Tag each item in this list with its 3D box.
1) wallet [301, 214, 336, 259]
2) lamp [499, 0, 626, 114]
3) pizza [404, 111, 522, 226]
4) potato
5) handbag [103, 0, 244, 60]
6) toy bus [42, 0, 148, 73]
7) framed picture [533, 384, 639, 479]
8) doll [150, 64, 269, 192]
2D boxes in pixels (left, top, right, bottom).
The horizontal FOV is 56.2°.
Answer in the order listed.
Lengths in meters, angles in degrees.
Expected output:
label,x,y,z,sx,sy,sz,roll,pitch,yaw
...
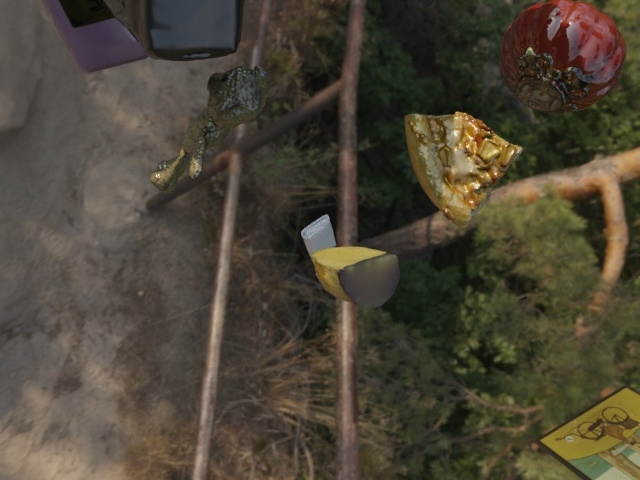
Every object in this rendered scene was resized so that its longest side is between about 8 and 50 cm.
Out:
label,x,y,z,sx,sy,sz,roll,pitch,yaw
wallet,0.000,0.000,1.117,0.025,0.061,0.122,44,-12,24
lamp,0.451,-0.348,1.125,0.227,0.227,0.226,39,37,-38
pizza,0.217,-0.116,0.880,0.062,0.162,0.181,-7,84,-85
potato,0.039,0.046,0.800,0.096,0.103,0.066,-11,105,-26
handbag,-0.171,-0.396,0.697,0.178,0.301,0.275,-10,42,-24
toy bus,-0.346,-0.376,0.918,0.202,0.142,0.142,76,0,-49
framed picture,0.571,0.375,1.016,0.324,0.244,0.013,31,-40,60
doll,-0.184,-0.181,0.968,0.091,0.286,0.202,44,69,-12
